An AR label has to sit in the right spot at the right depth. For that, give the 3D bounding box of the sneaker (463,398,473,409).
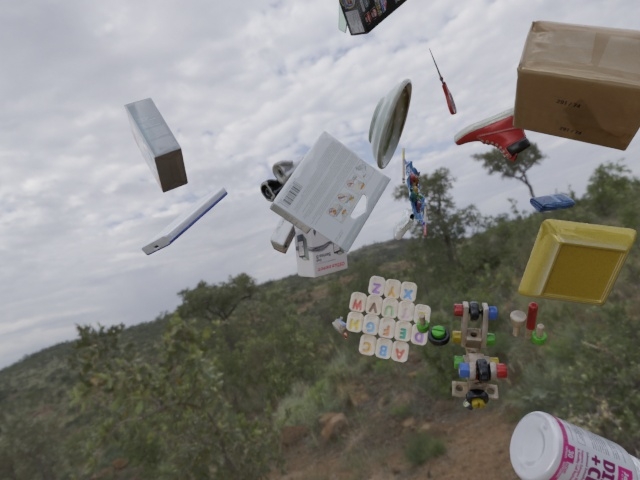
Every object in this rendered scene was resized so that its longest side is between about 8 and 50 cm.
[{"bbox_3d":[0.503,0.517,1.474,0.083,0.035,0.031,-42,7,6],"label":"sneaker"}]

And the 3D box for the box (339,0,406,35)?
[{"bbox_3d":[0.112,-0.688,1.121,0.060,0.270,0.216,16,54,44],"label":"box"}]

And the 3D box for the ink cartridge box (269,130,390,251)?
[{"bbox_3d":[0.032,-0.133,1.263,0.275,0.238,0.060,-58,6,-22],"label":"ink cartridge box"}]

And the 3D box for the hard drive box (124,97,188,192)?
[{"bbox_3d":[-0.518,-0.301,1.441,0.089,0.232,0.181,-26,-23,-22],"label":"hard drive box"}]

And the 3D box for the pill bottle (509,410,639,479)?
[{"bbox_3d":[0.604,0.520,1.043,0.282,0.161,0.160,24,-14,-6],"label":"pill bottle"}]

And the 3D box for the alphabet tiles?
[{"bbox_3d":[0.237,0.272,1.587,0.283,0.278,0.021,10,-12,6],"label":"alphabet tiles"}]

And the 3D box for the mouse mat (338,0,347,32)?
[{"bbox_3d":[0.063,-0.680,1.251,0.007,0.190,0.153,-4,30,-4],"label":"mouse mat"}]

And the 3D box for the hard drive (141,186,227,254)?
[{"bbox_3d":[-0.508,-0.075,1.707,0.210,0.040,0.319,-18,25,45],"label":"hard drive"}]

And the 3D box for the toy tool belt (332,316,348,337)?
[{"bbox_3d":[0.087,0.326,1.717,0.051,0.083,0.052,-40,-39,-15],"label":"toy tool belt"}]

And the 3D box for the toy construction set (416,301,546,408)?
[{"bbox_3d":[0.464,0.317,1.258,0.308,0.237,0.257,-19,38,-5],"label":"toy construction set"}]

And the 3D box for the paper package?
[{"bbox_3d":[0.710,-0.415,1.231,0.324,0.168,0.309,19,-10,24],"label":"paper package"}]

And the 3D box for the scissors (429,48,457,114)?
[{"bbox_3d":[0.502,-0.651,1.865,0.021,0.297,0.109,-16,23,31],"label":"scissors"}]

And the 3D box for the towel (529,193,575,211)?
[{"bbox_3d":[0.723,-0.121,1.416,0.119,0.029,0.067,-9,35,-8],"label":"towel"}]

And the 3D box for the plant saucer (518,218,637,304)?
[{"bbox_3d":[0.943,0.103,1.658,0.332,0.333,0.081,7,28,3],"label":"plant saucer"}]

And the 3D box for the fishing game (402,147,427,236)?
[{"bbox_3d":[0.290,-0.147,1.346,0.041,0.189,0.264,-10,-44,23],"label":"fishing game"}]

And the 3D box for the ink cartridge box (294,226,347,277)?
[{"bbox_3d":[0.000,0.000,1.871,0.198,0.273,0.114,-12,10,-41],"label":"ink cartridge box"}]

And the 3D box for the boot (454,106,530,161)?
[{"bbox_3d":[0.614,-0.348,1.635,0.244,0.176,0.088,-18,-1,37],"label":"boot"}]

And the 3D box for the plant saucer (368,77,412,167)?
[{"bbox_3d":[0.295,-0.521,2.013,0.100,0.401,0.400,20,4,15],"label":"plant saucer"}]

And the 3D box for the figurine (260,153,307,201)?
[{"bbox_3d":[-0.130,-0.282,1.935,0.209,0.092,0.215,-33,-10,-42],"label":"figurine"}]

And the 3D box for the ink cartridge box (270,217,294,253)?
[{"bbox_3d":[-0.142,-0.015,1.744,0.056,0.099,0.135,24,-13,6],"label":"ink cartridge box"}]

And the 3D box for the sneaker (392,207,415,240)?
[{"bbox_3d":[0.349,-0.069,1.869,0.053,0.152,0.061,32,-7,-24],"label":"sneaker"}]
